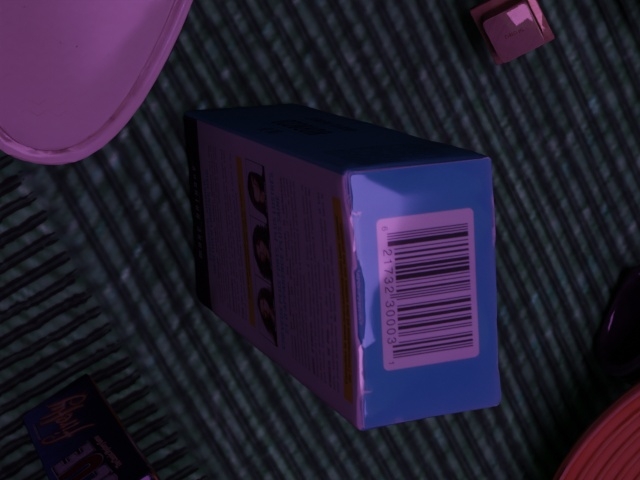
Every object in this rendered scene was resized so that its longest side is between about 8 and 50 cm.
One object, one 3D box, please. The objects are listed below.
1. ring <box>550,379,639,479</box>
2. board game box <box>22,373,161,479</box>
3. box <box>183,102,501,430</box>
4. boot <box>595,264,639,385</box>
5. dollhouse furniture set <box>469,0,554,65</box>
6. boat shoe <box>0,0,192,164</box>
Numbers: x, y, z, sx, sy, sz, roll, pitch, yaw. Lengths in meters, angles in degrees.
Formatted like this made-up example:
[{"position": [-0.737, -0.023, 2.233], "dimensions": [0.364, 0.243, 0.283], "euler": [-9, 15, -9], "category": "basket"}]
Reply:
[{"position": [0.286, 0.175, 0.848], "dimensions": [0.337, 0.032, 0.336], "euler": [3, 121, 4], "category": "ring"}, {"position": [-0.051, 0.190, 0.738], "dimensions": [0.042, 0.165, 0.243], "euler": [-34, 108, -9], "category": "board game box"}, {"position": [0.000, 0.000, 0.676], "dimensions": [0.060, 0.244, 0.100], "euler": [-7, 102, -18], "category": "box"}, {"position": [0.332, 0.004, 0.855], "dimensions": [0.223, 0.118, 0.338], "euler": [43, 86, -19], "category": "boot"}, {"position": [0.157, -0.118, 0.808], "dimensions": [0.161, 0.101, 0.182], "euler": [-23, 109, 13], "category": "dollhouse furniture set"}, {"position": [-0.098, -0.204, 0.695], "dimensions": [0.112, 0.095, 0.335], "euler": [7, 103, -8], "category": "boat shoe"}]
